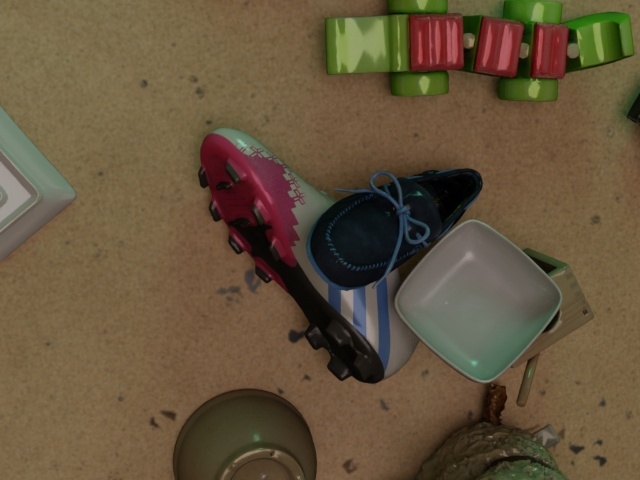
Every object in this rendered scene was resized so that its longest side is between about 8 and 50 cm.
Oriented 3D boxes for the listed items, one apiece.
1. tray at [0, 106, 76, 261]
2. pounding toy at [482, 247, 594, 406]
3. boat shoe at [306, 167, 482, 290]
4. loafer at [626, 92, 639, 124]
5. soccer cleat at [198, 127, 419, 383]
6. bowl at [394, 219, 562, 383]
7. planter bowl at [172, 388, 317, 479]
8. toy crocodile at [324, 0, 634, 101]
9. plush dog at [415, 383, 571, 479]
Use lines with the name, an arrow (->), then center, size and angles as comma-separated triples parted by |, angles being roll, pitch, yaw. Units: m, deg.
tray -> -0.396, -0.011, 1.121 | 0.270, 0.030, 0.145 | -41, 107, -5
pounding toy -> 0.228, 0.094, 1.238 | 0.130, 0.141, 0.100 | -31, 106, -7
boat shoe -> 0.080, -0.033, 1.140 | 0.109, 0.089, 0.258 | 54, 39, -1
loafer -> 0.431, -0.093, 1.299 | 0.078, 0.080, 0.220 | -38, 101, 5
soccer cleat -> 0.000, 0.000, 1.195 | 0.143, 0.116, 0.331 | -42, 106, -27
bowl -> 0.161, 0.067, 1.157 | 0.142, 0.053, 0.142 | 42, 79, 11
planter bowl -> -0.075, 0.254, 1.206 | 0.162, 0.109, 0.162 | -2, 99, -13
toy crocodile -> 0.170, -0.210, 1.191 | 0.340, 0.105, 0.115 | 1, 99, -14
plush dog -> 0.216, 0.288, 1.223 | 0.262, 0.225, 0.210 | 12, 96, -16
